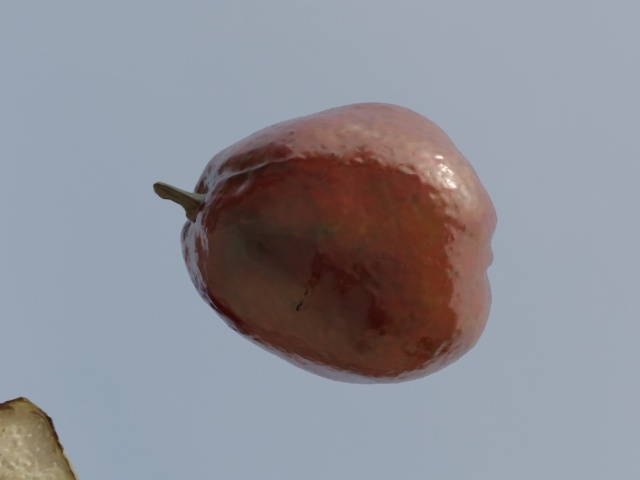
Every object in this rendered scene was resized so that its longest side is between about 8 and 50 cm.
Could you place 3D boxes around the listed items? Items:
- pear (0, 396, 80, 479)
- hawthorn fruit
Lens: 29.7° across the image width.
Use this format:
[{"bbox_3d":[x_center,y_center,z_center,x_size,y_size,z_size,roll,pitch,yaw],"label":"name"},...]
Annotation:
[{"bbox_3d":[-0.400,0.380,1.335,0.340,0.386,0.191,2,-43,15],"label":"pear"},{"bbox_3d":[0.000,0.000,0.921,0.261,0.224,0.224,8,-56,-16],"label":"hawthorn fruit"}]
